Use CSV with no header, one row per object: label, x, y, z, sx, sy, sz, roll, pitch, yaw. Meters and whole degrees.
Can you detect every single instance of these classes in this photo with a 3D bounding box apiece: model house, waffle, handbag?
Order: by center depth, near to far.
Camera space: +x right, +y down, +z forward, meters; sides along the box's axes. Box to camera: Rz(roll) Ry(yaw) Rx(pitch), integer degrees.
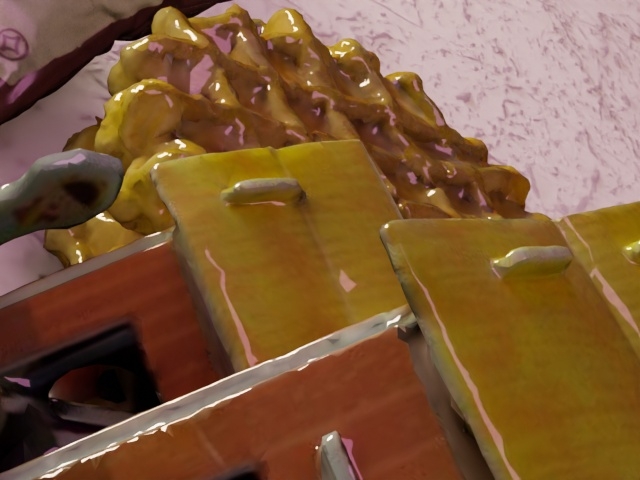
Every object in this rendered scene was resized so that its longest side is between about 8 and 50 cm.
model house,0.032,0.100,0.570,0.340,0.324,0.300,77,-10,-65
waffle,0.000,0.000,0.766,0.324,0.151,0.261,28,33,-27
handbag,-0.193,-0.168,0.772,0.213,0.127,0.235,41,44,8
